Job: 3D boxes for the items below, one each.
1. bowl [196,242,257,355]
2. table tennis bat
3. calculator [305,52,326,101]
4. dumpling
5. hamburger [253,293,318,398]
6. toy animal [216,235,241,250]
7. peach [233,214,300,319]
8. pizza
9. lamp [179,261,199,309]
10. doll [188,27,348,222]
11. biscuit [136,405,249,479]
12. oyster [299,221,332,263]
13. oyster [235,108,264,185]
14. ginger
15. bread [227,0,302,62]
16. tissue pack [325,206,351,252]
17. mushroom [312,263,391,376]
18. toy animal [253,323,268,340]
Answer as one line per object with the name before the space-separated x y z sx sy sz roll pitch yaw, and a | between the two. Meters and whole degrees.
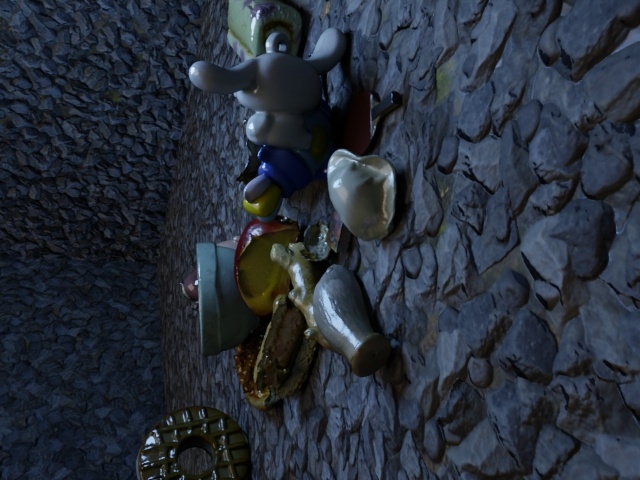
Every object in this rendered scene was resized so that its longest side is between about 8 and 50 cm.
bowl | -0.259 0.157 1.525 0.307 0.163 0.307 179 90 -80
table tennis bat | 0.093 -0.234 1.078 0.220 0.019 0.130 156 115 -66
calculator | -0.050 -0.347 1.420 0.274 0.028 0.166 150 118 -65
dumpling | 0.080 -0.095 0.991 0.134 0.099 0.169 -36 55 45
hamburger | -0.073 0.238 1.288 0.131 0.124 0.262 -93 20 -66
toy animal | -0.285 0.100 1.736 0.171 0.171 0.198 125 146 -50
peach | -0.136 0.059 1.391 0.154 0.158 0.268 -85 2 -65
pizza | -0.182 0.334 1.555 0.335 0.086 0.226 -133 49 -61
lamp | -0.426 0.157 2.096 0.223 0.151 0.215 -46 25 -16
doll | -0.076 -0.243 1.173 0.187 0.375 0.366 34 137 57
biscuit | -0.369 0.649 1.645 0.103 0.331 0.332 112 151 -46
oyster | 0.000 0.001 1.226 0.029 0.086 0.132 72 -147 -40
oyster | -0.119 -0.213 1.381 0.354 0.107 0.201 13 -83 -85
ginger | -0.014 0.113 1.181 0.065 0.117 0.299 108 145 -42
bread | -0.160 -0.590 1.553 0.338 0.155 0.187 -124 35 -51
tissue pack | 0.042 -0.023 1.145 0.063 0.035 0.083 -133 52 -60
mushroom | 0.048 0.149 1.033 0.096 0.108 0.247 59 -178 -36
toy animal | -0.111 0.274 1.418 0.105 0.070 0.203 -44 40 31
